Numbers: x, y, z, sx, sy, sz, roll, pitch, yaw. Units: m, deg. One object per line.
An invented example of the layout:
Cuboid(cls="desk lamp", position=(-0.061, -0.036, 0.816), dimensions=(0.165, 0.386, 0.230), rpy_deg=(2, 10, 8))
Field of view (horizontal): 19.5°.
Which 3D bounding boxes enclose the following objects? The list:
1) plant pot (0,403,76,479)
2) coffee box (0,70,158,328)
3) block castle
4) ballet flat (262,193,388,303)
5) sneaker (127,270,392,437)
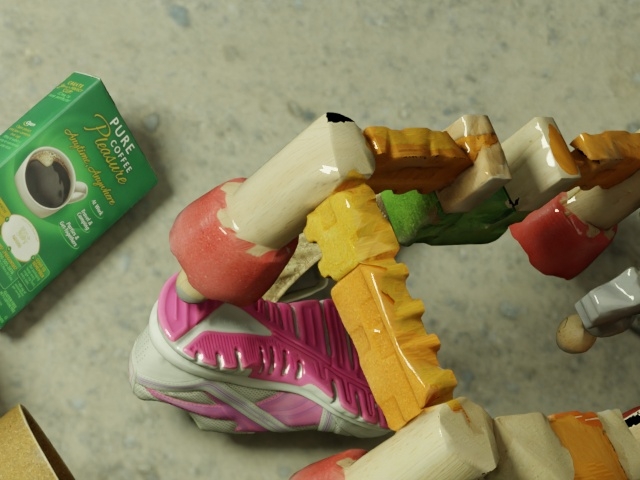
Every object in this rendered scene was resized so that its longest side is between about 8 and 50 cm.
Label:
Cuboid(cls="plant pot", position=(-0.254, 0.279, 1.291), dimensions=(0.254, 0.237, 0.237), rpy_deg=(-32, 83, -7))
Cuboid(cls="coffee box", position=(-0.220, -0.033, 1.449), dimensions=(0.184, 0.040, 0.113), rpy_deg=(-46, 128, -22))
Cuboid(cls="block castle", position=(0.127, 0.077, 1.391), dimensions=(0.453, 0.213, 0.303), rpy_deg=(-3, 63, -45))
Cuboid(cls="ballet flat", position=(0.000, 0.000, 1.526), dimensions=(0.206, 0.073, 0.067), rpy_deg=(-32, 111, -20))
Cuboid(cls="sneaker", position=(-0.044, 0.101, 1.458), dimensions=(0.252, 0.111, 0.103), rpy_deg=(22, 50, -31))
